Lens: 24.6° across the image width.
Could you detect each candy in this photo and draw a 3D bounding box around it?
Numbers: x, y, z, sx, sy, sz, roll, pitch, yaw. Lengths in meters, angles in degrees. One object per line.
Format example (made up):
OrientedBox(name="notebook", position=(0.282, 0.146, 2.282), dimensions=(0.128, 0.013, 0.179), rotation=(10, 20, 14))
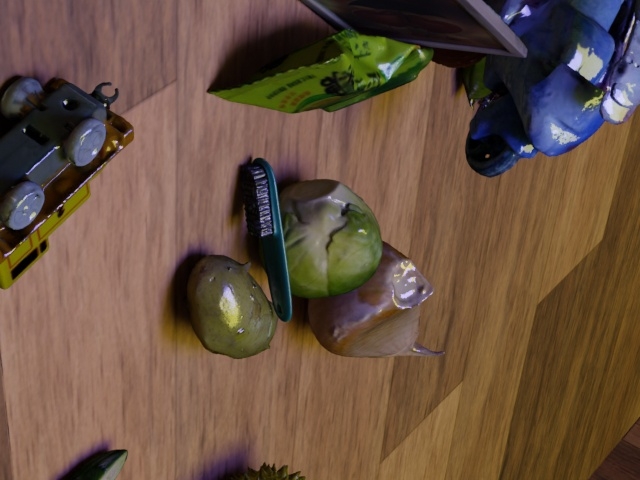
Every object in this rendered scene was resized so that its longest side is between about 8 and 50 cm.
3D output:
OrientedBox(name="candy", position=(0.006, -0.177, 1.541), dimensions=(0.246, 0.149, 0.069), rotation=(-17, 87, -60))

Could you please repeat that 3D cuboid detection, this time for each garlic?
OrientedBox(name="garlic", position=(0.070, 0.085, 1.864), dimensions=(0.245, 0.164, 0.145), rotation=(68, 38, -65))

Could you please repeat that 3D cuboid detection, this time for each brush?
OrientedBox(name="brush", position=(-0.061, 0.004, 1.617), dimensions=(0.032, 0.043, 0.193), rotation=(-20, 113, -34))

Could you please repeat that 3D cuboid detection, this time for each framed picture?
OrientedBox(name="framed picture", position=(0.070, -0.242, 1.477), dimensions=(0.289, 0.211, 0.020), rotation=(23, 78, -65))

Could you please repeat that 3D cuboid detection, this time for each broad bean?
OrientedBox(name="broad bean", position=(0.230, -0.312, 1.883), dimensions=(0.098, 0.056, 0.318), rotation=(-25, 135, -51))

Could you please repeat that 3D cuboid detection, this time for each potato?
OrientedBox(name="potato", position=(-0.100, 0.079, 1.635), dimensions=(0.188, 0.085, 0.105), rotation=(39, 59, -68))

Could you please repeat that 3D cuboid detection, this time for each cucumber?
OrientedBox(name="cucumber", position=(-0.251, 0.262, 1.591), dimensions=(0.107, 0.035, 0.067), rotation=(-48, 163, -42))

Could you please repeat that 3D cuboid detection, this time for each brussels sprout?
OrientedBox(name="brussels sprout", position=(-0.002, -0.002, 1.687), dimensions=(0.117, 0.155, 0.155), rotation=(-98, -162, -58))

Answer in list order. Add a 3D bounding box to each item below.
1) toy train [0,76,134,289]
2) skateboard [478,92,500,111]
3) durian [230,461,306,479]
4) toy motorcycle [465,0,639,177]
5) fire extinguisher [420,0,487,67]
OrientedBox(name="toy train", position=(-0.245, -0.049, 1.231), dimensions=(0.219, 0.089, 0.127), rotation=(-48, 162, -27))
OrientedBox(name="skateboard", position=(0.272, -0.210, 2.073), dimensions=(0.151, 0.067, 0.080), rotation=(-55, 165, -1))
OrientedBox(name="durian", position=(-0.092, 0.433, 1.868), dimensions=(0.291, 0.225, 0.291), rotation=(-9, 90, -74))
OrientedBox(name="toy motorcycle", position=(0.267, -0.228, 1.634), dimensions=(0.241, 0.182, 0.319), rotation=(125, -16, -76))
OrientedBox(name="fire extinguisher", position=(0.125, -0.326, 1.625), dimensions=(0.337, 0.106, 0.147), rotation=(50, 55, -64))
